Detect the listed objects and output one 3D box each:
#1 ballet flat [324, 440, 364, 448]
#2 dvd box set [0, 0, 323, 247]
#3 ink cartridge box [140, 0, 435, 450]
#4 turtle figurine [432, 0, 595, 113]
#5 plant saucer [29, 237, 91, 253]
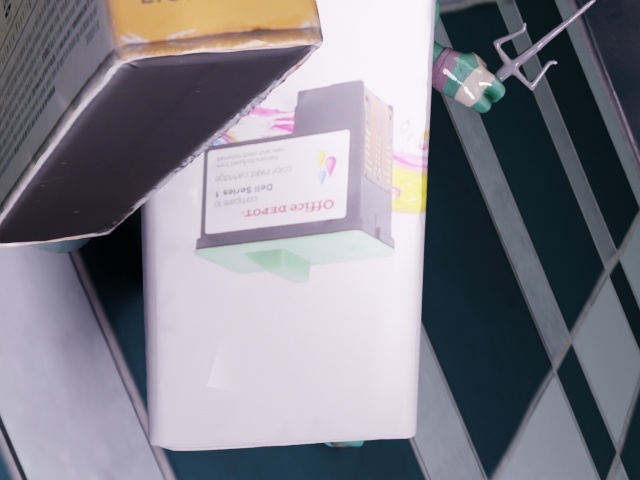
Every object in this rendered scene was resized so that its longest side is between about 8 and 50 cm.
[{"bbox_3d":[0.000,0.000,0.985,0.247,0.087,0.083,68,18,-1],"label":"ballet flat"},{"bbox_3d":[-0.104,-0.226,0.584,0.307,0.062,0.420,150,-69,-69],"label":"dvd box set"},{"bbox_3d":[-0.020,-0.076,0.733,0.201,0.117,0.278,-102,-168,-67],"label":"ink cartridge box"},{"bbox_3d":[0.040,-0.157,1.040,0.118,0.234,0.175,51,25,-43],"label":"turtle figurine"},{"bbox_3d":[-0.136,-0.091,0.779,0.195,0.037,0.195,55,23,-37],"label":"plant saucer"}]
